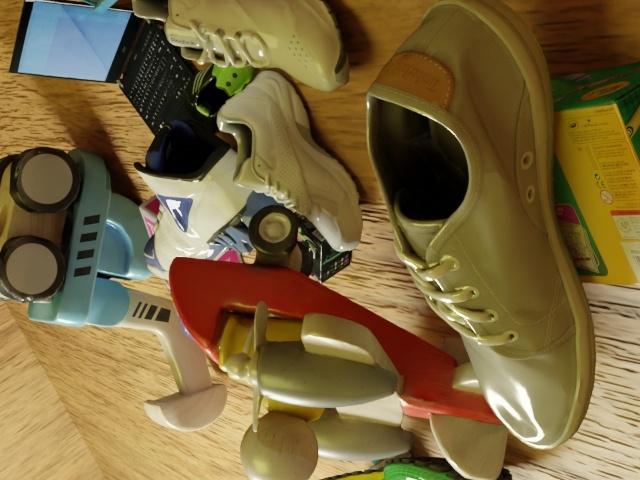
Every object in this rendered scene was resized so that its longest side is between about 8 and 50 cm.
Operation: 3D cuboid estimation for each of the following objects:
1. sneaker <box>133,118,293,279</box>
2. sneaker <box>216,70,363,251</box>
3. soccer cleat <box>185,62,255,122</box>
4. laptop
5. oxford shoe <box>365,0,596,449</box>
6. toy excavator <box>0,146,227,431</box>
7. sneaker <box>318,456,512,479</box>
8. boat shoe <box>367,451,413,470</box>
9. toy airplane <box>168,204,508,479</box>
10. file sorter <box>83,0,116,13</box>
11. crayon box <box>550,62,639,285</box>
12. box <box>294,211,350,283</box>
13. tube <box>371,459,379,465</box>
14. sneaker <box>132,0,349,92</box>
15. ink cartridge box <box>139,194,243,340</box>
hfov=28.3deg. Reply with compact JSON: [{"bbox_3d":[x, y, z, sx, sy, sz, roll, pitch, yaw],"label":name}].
[{"bbox_3d":[-0.165,-0.065,1.658,0.182,0.127,0.315,47,150,-12],"label":"sneaker"},{"bbox_3d":[-0.043,-0.074,1.469,0.232,0.115,0.090,56,155,-1],"label":"sneaker"},{"bbox_3d":[-0.134,-0.176,1.539,0.060,0.072,0.179,36,154,-10],"label":"soccer cleat"},{"bbox_3d":[-0.280,-0.201,1.713,0.264,0.137,0.234,54,156,3],"label":"laptop"},{"bbox_3d":[0.128,0.013,1.064,0.169,0.130,0.449,27,144,44],"label":"oxford shoe"},{"bbox_3d":[-0.342,0.081,2.105,0.222,0.445,0.432,-4,76,63],"label":"toy excavator"},{"bbox_3d":[0.121,0.353,1.589,0.343,0.134,0.146,-31,57,53],"label":"sneaker"},{"bbox_3d":[0.088,0.366,1.815,0.081,0.079,0.227,55,152,12],"label":"boat shoe"},{"bbox_3d":[0.027,0.167,1.394,0.386,0.272,0.384,41,165,-29],"label":"toy airplane"},{"bbox_3d":[-0.250,-0.359,1.398,0.105,0.170,0.118,18,167,-23],"label":"file sorter"},{"bbox_3d":[0.212,-0.052,1.082,0.278,0.081,0.165,1,121,61],"label":"crayon box"},{"bbox_3d":[0.000,0.000,1.558,0.062,0.052,0.083,43,153,28],"label":"box"},{"bbox_3d":[0.016,0.243,1.841,0.207,0.052,0.080,45,163,9],"label":"tube"},{"bbox_3d":[-0.086,-0.223,1.352,0.297,0.129,0.111,34,146,37],"label":"sneaker"},{"bbox_3d":[-0.170,0.087,1.963,0.186,0.065,0.311,29,146,44],"label":"ink cartridge box"}]
